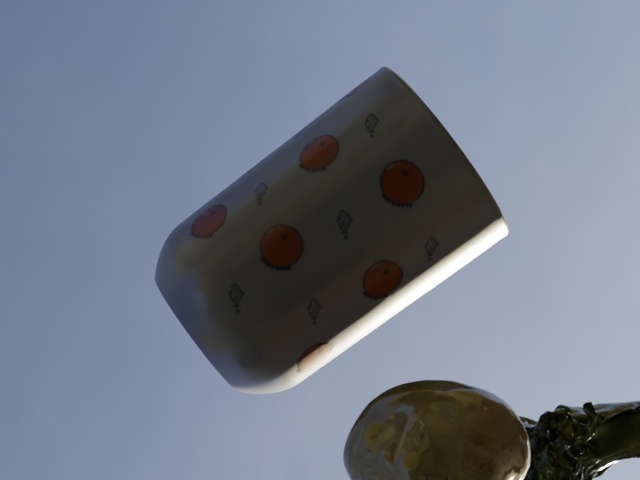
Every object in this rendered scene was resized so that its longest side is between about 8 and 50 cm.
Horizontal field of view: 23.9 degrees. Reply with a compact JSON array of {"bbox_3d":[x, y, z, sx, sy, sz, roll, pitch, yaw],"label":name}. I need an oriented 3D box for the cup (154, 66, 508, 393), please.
[{"bbox_3d":[0.000,0.000,1.531,0.317,0.212,0.212,-36,-66,-1],"label":"cup"}]

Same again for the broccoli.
[{"bbox_3d":[0.269,0.216,1.532,0.304,0.165,0.145,-17,-84,-36],"label":"broccoli"}]

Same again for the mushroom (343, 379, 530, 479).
[{"bbox_3d":[0.092,0.168,1.193,0.148,0.148,0.112,-27,-65,-44],"label":"mushroom"}]
